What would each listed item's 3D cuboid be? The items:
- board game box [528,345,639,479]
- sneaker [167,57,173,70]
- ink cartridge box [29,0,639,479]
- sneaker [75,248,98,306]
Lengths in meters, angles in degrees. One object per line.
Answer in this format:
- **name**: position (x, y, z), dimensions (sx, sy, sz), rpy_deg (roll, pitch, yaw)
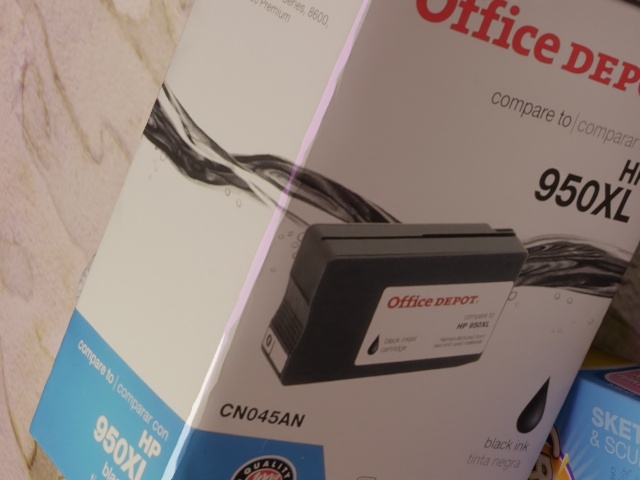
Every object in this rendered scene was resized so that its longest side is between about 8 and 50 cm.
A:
- **board game box**: position (0.156, 0.188, 1.074), dimensions (0.316, 0.064, 0.242), rpy_deg (20, 111, 53)
- **sneaker**: position (-0.076, -0.135, 1.339), dimensions (0.225, 0.093, 0.088), rpy_deg (22, 113, 53)
- **ink cartridge box**: position (0.035, -0.001, 0.946), dimensions (0.166, 0.285, 0.395), rpy_deg (38, 110, 49)
- **sneaker**: position (0.000, 0.000, 1.221), dimensions (0.366, 0.210, 0.137), rpy_deg (-30, 67, 17)
